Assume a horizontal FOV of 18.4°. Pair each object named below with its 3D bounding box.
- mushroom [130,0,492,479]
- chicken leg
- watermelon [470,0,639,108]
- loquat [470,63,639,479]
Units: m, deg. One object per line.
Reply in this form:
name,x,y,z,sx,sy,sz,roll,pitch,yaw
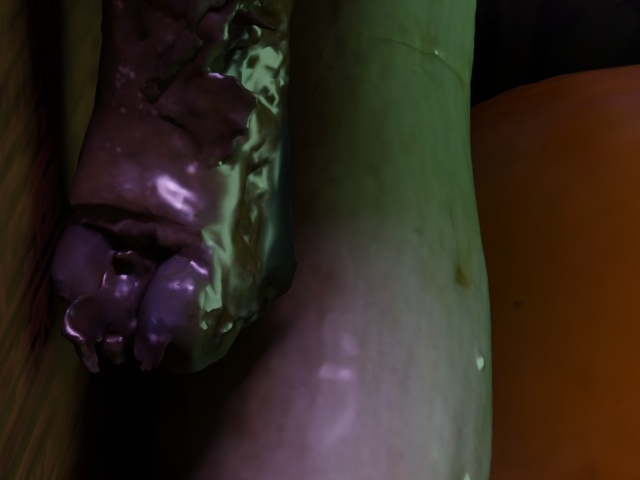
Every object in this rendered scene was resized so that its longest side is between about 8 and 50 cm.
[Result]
mushroom,0.000,0.000,0.484,0.100,0.081,0.312,-40,-146,38
chicken leg,-0.023,-0.081,0.378,0.125,0.080,0.196,-64,162,-58
watermelon,0.125,-0.157,0.944,0.359,0.279,0.279,85,6,-59
loquat,0.124,0.100,0.679,0.328,0.328,0.328,-1,90,-85
